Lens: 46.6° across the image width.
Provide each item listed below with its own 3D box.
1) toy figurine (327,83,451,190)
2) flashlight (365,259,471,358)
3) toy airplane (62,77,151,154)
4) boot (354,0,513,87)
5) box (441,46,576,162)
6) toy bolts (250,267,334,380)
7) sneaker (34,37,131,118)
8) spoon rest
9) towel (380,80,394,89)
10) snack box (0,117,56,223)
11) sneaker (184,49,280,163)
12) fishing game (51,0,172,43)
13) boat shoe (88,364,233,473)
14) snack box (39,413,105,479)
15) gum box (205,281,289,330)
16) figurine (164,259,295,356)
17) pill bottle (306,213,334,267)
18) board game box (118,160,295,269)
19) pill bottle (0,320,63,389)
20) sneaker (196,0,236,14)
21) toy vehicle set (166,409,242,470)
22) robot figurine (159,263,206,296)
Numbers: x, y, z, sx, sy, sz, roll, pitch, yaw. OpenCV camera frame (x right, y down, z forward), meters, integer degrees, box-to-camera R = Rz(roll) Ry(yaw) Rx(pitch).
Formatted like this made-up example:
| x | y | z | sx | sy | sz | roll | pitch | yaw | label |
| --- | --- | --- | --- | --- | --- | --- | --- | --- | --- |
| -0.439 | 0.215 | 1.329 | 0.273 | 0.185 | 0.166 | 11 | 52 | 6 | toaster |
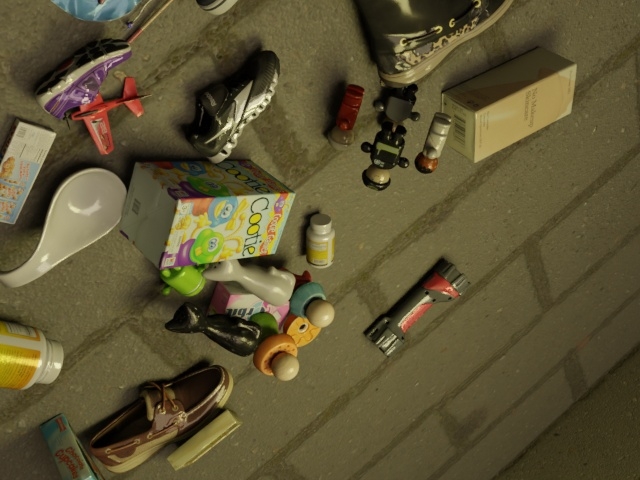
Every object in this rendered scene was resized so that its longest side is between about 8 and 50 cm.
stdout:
| x | y | z | sx | sy | sz | roll | pitch | yaw | label |
| --- | --- | --- | --- | --- | --- | --- | --- | --- | --- |
| 0.142 | -0.216 | 1.522 | 0.210 | 0.213 | 0.148 | -16 | 139 | -33 | toy figurine |
| 0.270 | 0.192 | 2.020 | 0.304 | 0.103 | 0.103 | -46 | 141 | -2 | flashlight |
| -0.357 | -0.226 | 1.239 | 0.151 | 0.028 | 0.151 | -11 | 113 | -27 | toy airplane |
| 0.216 | -0.507 | 1.417 | 0.377 | 0.138 | 0.284 | -40 | 138 | 0 | boot |
| 0.441 | -0.322 | 1.745 | 0.311 | 0.121 | 0.148 | -28 | 134 | -19 | box |
| -0.035 | 0.190 | 1.631 | 0.218 | 0.158 | 0.228 | 2 | 119 | -41 | toy bolts |
| -0.368 | -0.258 | 1.178 | 0.170 | 0.068 | 0.071 | -36 | 133 | -1 | sneaker |
| -0.452 | -0.016 | 1.286 | 0.276 | 0.084 | 0.137 | -42 | 138 | -4 | spoon rest |
| 0.166 | -0.358 | 1.578 | 0.060 | 0.009 | 0.083 | 17 | 110 | -44 | towel |
| -0.500 | -0.111 | 1.218 | 0.064 | 0.022 | 0.178 | 16 | 110 | -46 | snack box |
| -0.163 | -0.251 | 1.342 | 0.106 | 0.078 | 0.234 | 24 | 107 | -49 | sneaker |
| -0.327 | -0.415 | 1.113 | 0.189 | 0.041 | 0.264 | -44 | 138 | 1 | fishing game |
| -0.355 | 0.379 | 1.648 | 0.342 | 0.123 | 0.123 | -31 | 138 | -7 | boat shoe |
| -0.495 | 0.538 | 1.602 | 0.060 | 0.187 | 0.322 | -29 | 136 | -19 | snack box |
| -0.154 | 0.148 | 1.670 | 0.188 | 0.062 | 0.107 | 2 | 119 | -40 | gum box |
| -0.184 | 0.121 | 1.511 | 0.209 | 0.092 | 0.215 | 25 | 103 | -45 | figurine |
| 0.000 | 0.000 | 1.678 | 0.065 | 0.065 | 0.116 | -20 | 132 | -27 | pill bottle |
| -0.206 | -0.054 | 1.380 | 0.275 | 0.142 | 0.144 | -8 | 126 | -47 | board game box |
| -0.577 | 0.202 | 1.327 | 0.215 | 0.117 | 0.117 | 23 | 106 | -46 | pill bottle |
| -0.139 | -0.513 | 1.127 | 0.127 | 0.126 | 0.321 | 15 | 105 | -46 | sneaker |
| -0.265 | 0.466 | 1.743 | 0.166 | 0.035 | 0.267 | -37 | 170 | -11 | toy vehicle set |
| -0.279 | 0.070 | 1.504 | 0.101 | 0.067 | 0.115 | -33 | 139 | 5 | robot figurine |
